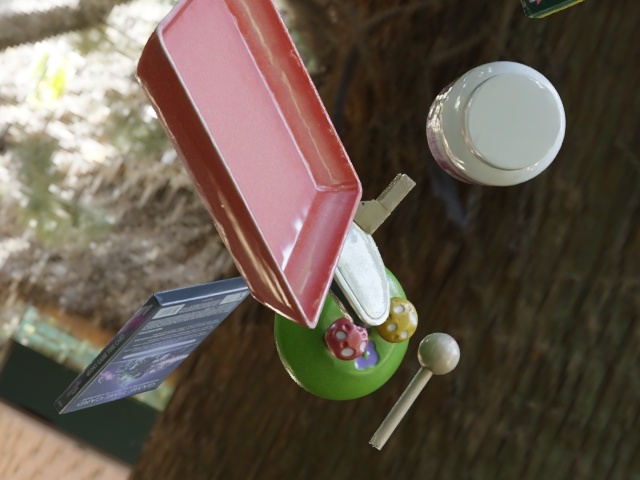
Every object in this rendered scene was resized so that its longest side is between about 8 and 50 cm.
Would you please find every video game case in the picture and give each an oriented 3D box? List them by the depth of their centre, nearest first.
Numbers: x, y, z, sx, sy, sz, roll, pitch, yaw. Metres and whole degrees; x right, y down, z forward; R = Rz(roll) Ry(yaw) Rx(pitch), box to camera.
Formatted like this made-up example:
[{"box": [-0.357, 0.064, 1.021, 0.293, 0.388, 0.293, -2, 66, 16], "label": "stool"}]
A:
[{"box": [-0.235, 0.148, 2.028, 0.196, 0.274, 0.026, -10, 62, -51], "label": "video game case"}]

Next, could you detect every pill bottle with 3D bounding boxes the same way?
[{"box": [0.241, -0.158, 1.957, 0.169, 0.169, 0.301, 28, 1, -3], "label": "pill bottle"}]

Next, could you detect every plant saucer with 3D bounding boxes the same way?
[{"box": [-0.056, -0.089, 1.145, 0.258, 0.048, 0.259, 63, 21, -21], "label": "plant saucer"}]

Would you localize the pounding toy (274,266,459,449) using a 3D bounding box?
[{"box": [0.065, 0.123, 1.713, 0.237, 0.183, 0.110, 45, -18, -20], "label": "pounding toy"}]

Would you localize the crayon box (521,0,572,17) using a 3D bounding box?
[{"box": [0.279, -0.396, 1.854, 0.318, 0.081, 0.202, -40, 109, -76], "label": "crayon box"}]

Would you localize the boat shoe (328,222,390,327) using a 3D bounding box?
[{"box": [0.000, 0.000, 1.617, 0.079, 0.084, 0.233, -37, -98, 42], "label": "boat shoe"}]

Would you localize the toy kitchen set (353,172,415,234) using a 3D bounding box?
[{"box": [0.042, -0.059, 1.522, 0.083, 0.075, 0.068, 42, -2, -4], "label": "toy kitchen set"}]
